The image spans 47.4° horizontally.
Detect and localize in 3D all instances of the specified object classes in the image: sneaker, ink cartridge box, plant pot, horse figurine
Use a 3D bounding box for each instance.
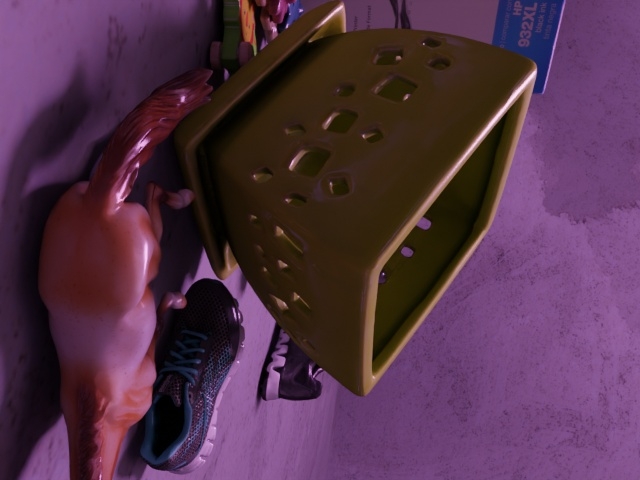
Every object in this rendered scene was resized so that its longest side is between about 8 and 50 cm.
[{"bbox_3d":[-0.015,0.149,1.133,0.078,0.106,0.234,90,12,-54],"label":"sneaker"},{"bbox_3d":[0.132,-0.304,0.900,0.223,0.308,0.129,-72,167,-45],"label":"ink cartridge box"},{"bbox_3d":[0.018,-0.046,0.604,0.228,0.207,0.227,-48,157,-24],"label":"plant pot"},{"bbox_3d":[-0.114,0.033,0.427,0.174,0.066,0.263,-77,177,-67],"label":"horse figurine"},{"bbox_3d":[-0.107,0.112,0.597,0.076,0.065,0.166,41,58,-76],"label":"sneaker"}]

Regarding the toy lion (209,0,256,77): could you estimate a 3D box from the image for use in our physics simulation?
[{"bbox_3d":[-0.069,-0.177,0.635,0.100,0.034,0.096,80,13,-68],"label":"toy lion"}]

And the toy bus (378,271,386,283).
[{"bbox_3d":[0.040,0.077,1.410,0.220,0.150,0.211,-68,-179,-50],"label":"toy bus"}]

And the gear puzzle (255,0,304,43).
[{"bbox_3d":[-0.012,-0.352,0.714,0.175,0.044,0.338,73,24,-79],"label":"gear puzzle"}]
